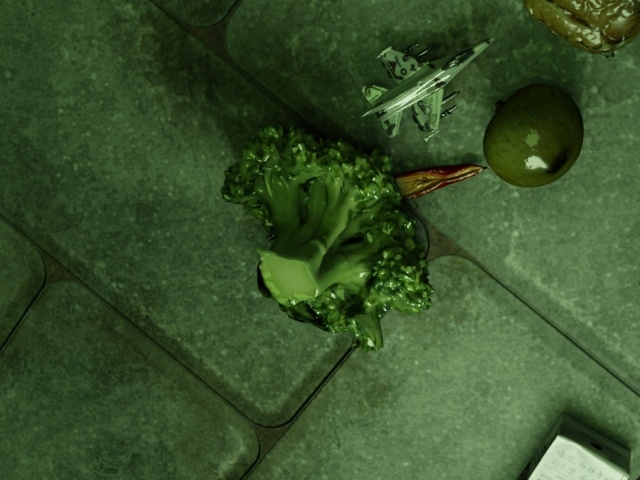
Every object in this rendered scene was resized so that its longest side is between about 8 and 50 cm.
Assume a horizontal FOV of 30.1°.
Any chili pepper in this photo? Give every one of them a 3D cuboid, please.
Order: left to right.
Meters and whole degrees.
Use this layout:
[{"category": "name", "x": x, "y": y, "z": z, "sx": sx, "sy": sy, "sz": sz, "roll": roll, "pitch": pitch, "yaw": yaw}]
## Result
[{"category": "chili pepper", "x": 0.184, "y": -0.100, "z": 1.901, "sx": 0.178, "sy": 0.027, "sz": 0.045, "roll": -15, "pitch": 106, "yaw": 20}]

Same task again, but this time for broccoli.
[{"category": "broccoli", "x": 0.017, "y": 0.002, "z": 1.857, "sx": 0.277, "sy": 0.318, "sz": 0.338, "roll": -19, "pitch": 132, "yaw": 22}]

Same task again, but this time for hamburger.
[{"category": "hamburger", "x": 0.398, "y": -0.368, "z": 1.699, "sx": 0.183, "sy": 0.130, "sz": 0.206, "roll": 34, "pitch": 122, "yaw": -2}]

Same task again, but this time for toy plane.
[{"category": "toy plane", "x": 0.167, "y": -0.247, "z": 1.845, "sx": 0.234, "sy": 0.082, "sz": 0.160, "roll": -30, "pitch": 86, "yaw": 7}]

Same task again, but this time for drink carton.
[{"category": "drink carton", "x": 0.396, "y": 0.414, "z": 1.953, "sx": 0.134, "sy": 0.102, "sz": 0.222, "roll": 31, "pitch": 112, "yaw": 8}]

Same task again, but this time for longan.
[{"category": "longan", "x": 0.314, "y": -0.163, "z": 1.793, "sx": 0.154, "sy": 0.145, "sz": 0.176, "roll": -31, "pitch": 54, "yaw": 0}]
